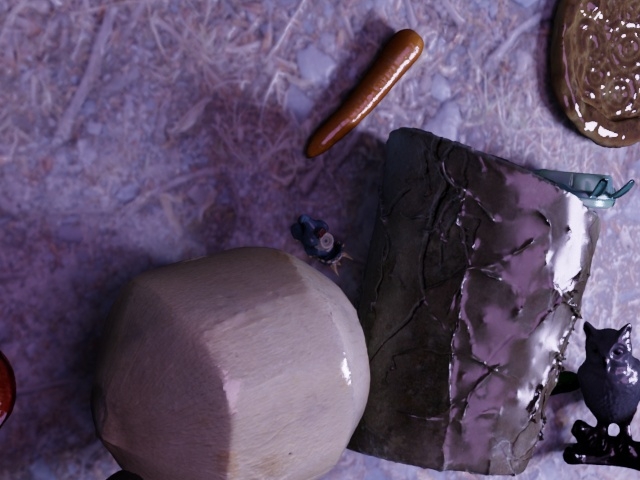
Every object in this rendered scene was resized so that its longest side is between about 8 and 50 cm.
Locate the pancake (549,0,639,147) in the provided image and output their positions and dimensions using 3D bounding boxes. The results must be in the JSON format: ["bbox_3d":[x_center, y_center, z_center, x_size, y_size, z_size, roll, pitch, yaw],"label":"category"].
[{"bbox_3d":[0.381,-0.237,1.459,0.250,0.031,0.250,-4,98,-33],"label":"pancake"}]

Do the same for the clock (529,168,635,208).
[{"bbox_3d":[0.300,-0.061,1.369,0.101,0.135,0.041,3,94,-34],"label":"clock"}]

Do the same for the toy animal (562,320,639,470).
[{"bbox_3d":[0.372,0.180,1.449,0.117,0.121,0.210,-46,138,-57],"label":"toy animal"}]

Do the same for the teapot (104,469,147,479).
[{"bbox_3d":[-0.278,0.365,0.963,0.362,0.305,0.376,-13,146,-24],"label":"teapot"}]

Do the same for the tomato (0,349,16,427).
[{"bbox_3d":[-0.364,0.120,0.997,0.166,0.082,0.174,-40,120,-18],"label":"tomato"}]

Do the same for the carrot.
[{"bbox_3d":[0.048,-0.155,1.254,0.190,0.037,0.037,-51,119,-15],"label":"carrot"}]

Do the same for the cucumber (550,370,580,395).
[{"bbox_3d":[0.254,0.179,1.431,0.184,0.033,0.036,0,118,-37],"label":"cucumber"}]

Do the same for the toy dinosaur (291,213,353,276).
[{"bbox_3d":[0.000,0.000,1.236,0.030,0.047,0.083,-49,120,-16],"label":"toy dinosaur"}]

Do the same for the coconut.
[{"bbox_3d":[-0.098,0.129,1.077,0.247,0.245,0.245,-11,102,-30],"label":"coconut"}]

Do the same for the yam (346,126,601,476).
[{"bbox_3d":[0.148,0.073,1.238,0.241,0.241,0.348,10,94,-33],"label":"yam"}]
